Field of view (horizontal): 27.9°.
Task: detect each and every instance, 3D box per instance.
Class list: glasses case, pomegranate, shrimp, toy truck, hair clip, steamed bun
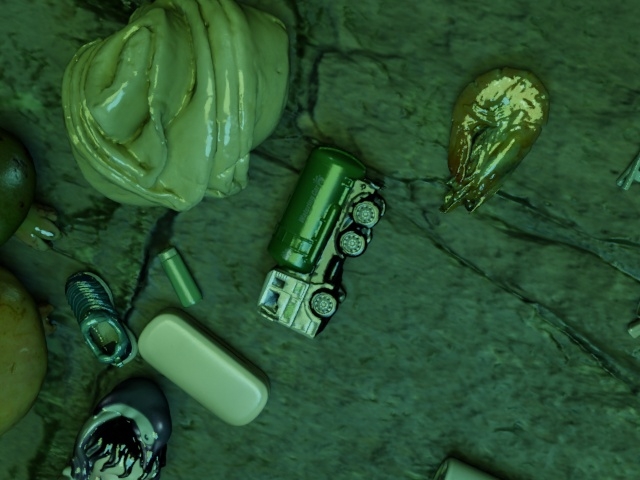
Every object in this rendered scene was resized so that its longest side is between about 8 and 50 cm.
[{"bbox_3d":[-0.158,0.173,1.765,0.196,0.050,0.083,40,99,-5],"label":"glasses case"},{"bbox_3d":[-0.443,-0.048,1.677,0.179,0.179,0.210,-24,111,8],"label":"pomegranate"},{"bbox_3d":[0.212,-0.128,1.677,0.115,0.051,0.217,32,103,3],"label":"shrimp"},{"bbox_3d":[0.000,0.000,1.694,0.125,0.101,0.242,24,100,3],"label":"toy truck"},{"bbox_3d":[-0.463,0.141,1.689,0.229,0.270,0.251,-10,93,46],"label":"pomegranate"},{"bbox_3d":[0.432,-0.113,1.678,0.039,0.030,0.115,23,106,-21],"label":"hair clip"},{"bbox_3d":[-0.180,-0.171,1.612,0.289,0.203,0.275,-3,102,4],"label":"steamed bun"}]

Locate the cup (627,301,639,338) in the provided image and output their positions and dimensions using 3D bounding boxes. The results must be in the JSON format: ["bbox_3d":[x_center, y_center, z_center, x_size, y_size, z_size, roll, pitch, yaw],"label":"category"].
[{"bbox_3d":[0.468,0.112,1.699,0.099,0.074,0.102,37,102,-5],"label":"cup"}]

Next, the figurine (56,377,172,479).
[{"bbox_3d":[-0.276,0.289,1.769,0.145,0.145,0.222,38,113,-5],"label":"figurine"}]

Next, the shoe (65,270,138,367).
[{"bbox_3d":[-0.303,0.109,1.750,0.064,0.071,0.142,-28,95,8],"label":"shoe"}]

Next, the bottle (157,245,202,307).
[{"bbox_3d":[-0.191,0.049,1.750,0.030,0.030,0.083,-26,99,9],"label":"bottle"}]

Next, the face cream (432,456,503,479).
[{"bbox_3d":[0.298,0.398,1.766,0.311,0.092,0.092,24,103,-3],"label":"face cream"}]
